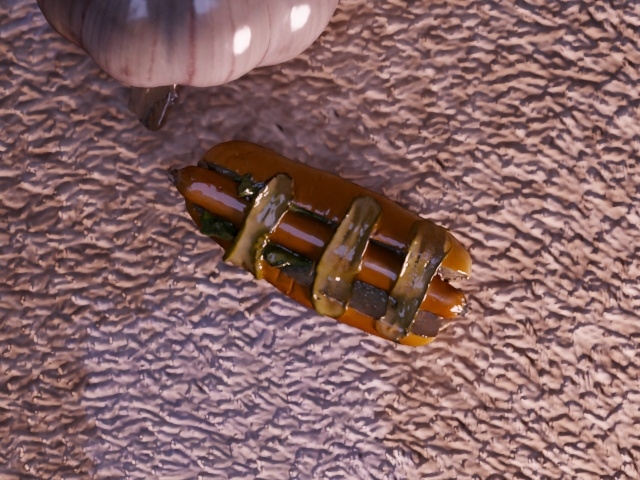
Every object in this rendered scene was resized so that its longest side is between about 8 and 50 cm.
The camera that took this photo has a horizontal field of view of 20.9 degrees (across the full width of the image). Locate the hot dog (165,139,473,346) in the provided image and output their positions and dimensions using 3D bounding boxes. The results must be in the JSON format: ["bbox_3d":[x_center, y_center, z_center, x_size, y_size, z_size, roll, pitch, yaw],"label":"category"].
[{"bbox_3d":[0.000,0.000,1.396,0.269,0.072,0.109,25,99,1],"label":"hot dog"}]

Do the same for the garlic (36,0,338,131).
[{"bbox_3d":[-0.110,-0.186,1.337,0.245,0.245,0.253,18,138,3],"label":"garlic"}]
